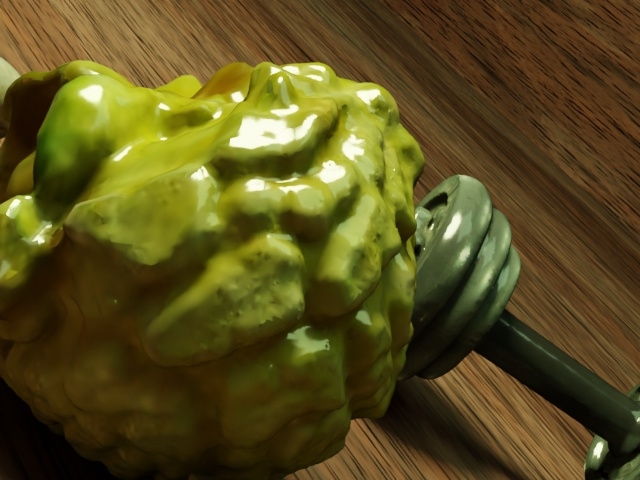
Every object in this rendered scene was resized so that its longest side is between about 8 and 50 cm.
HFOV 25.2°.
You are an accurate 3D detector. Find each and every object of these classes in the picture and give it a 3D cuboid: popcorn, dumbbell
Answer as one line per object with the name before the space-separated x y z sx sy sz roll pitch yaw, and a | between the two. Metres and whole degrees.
popcorn | -0.068 0.012 0.752 0.258 0.224 0.270 13 18 28
dumbbell | 0.181 0.104 1.109 0.406 0.179 0.179 35 15 -8

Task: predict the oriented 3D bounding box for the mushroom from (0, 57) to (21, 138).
mushroom | -0.242 -0.087 0.966 0.085 0.085 0.079 25 61 -37

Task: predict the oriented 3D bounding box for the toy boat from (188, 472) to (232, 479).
toy boat | -0.055 0.144 0.657 0.206 0.072 0.064 23 18 -45
